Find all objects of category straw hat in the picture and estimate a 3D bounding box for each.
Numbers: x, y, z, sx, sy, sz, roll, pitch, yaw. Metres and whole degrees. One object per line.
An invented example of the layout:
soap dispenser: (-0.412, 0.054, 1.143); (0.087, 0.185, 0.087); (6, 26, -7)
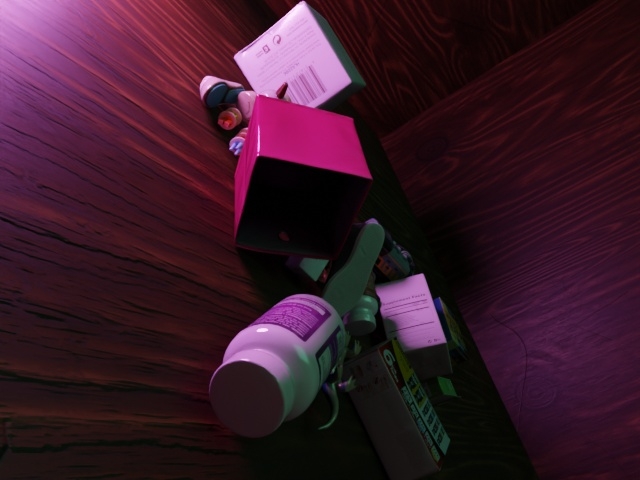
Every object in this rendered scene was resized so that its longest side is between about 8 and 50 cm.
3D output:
straw hat: (-0.006, 0.062, 1.398); (0.144, 0.061, 0.144); (21, 58, -37)

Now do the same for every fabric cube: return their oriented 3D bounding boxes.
fabric cube: (-0.058, -0.143, 1.148); (0.254, 0.259, 0.258); (8, 41, -18)

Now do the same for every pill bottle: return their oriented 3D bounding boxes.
pill bottle: (0.102, 0.159, 1.422); (0.121, 0.121, 0.216); (42, 32, -42)
pill bottle: (-0.068, 0.210, 0.860); (0.169, 0.169, 0.301); (60, 19, 1)

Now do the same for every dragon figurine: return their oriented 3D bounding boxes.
dragon figurine: (0.001, 0.275, 1.062); (0.085, 0.144, 0.289); (46, 42, -39)

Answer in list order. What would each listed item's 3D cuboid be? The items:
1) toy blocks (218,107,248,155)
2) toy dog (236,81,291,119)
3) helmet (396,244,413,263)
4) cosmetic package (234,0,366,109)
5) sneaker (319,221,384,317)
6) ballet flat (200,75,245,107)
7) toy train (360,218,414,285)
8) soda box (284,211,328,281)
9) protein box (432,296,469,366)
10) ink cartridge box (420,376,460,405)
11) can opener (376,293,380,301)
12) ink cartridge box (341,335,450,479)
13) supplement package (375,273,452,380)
toy blocks: (-0.240, -0.297, 1.353); (0.123, 0.054, 0.148); (54, 20, -19)
toy dog: (-0.098, -0.325, 1.448); (0.333, 0.161, 0.220); (51, 50, -12)
helmet: (0.288, 0.097, 1.941); (0.161, 0.169, 0.169); (17, 43, -40)
cosmetic package: (-0.062, -0.653, 1.908); (0.327, 0.329, 0.393); (57, 18, -6)
sneaker: (0.058, 0.079, 1.342); (0.104, 0.295, 0.147); (31, -7, -27)
ballet flat: (-0.295, -0.426, 1.392); (0.086, 0.086, 0.248); (58, 17, -4)
toy train: (0.190, 0.069, 1.688); (0.334, 0.190, 0.142); (44, 25, -38)
soda box: (0.000, 0.000, 1.304); (0.074, 0.069, 0.216); (45, 65, -30)
protein box: (0.394, 0.353, 1.767); (0.136, 0.200, 0.201); (47, 23, -32)
ink cartridge box: (0.388, 0.513, 1.654); (0.209, 0.109, 0.062); (31, 35, -54)
can opener: (0.114, 0.152, 1.582); (0.186, 0.073, 0.059); (37, 36, -29)
ink cartridge box: (0.203, 0.424, 1.288); (0.309, 0.130, 0.272); (63, 18, 11)
supplement package: (0.299, 0.286, 1.606); (0.293, 0.175, 0.177); (-97, 169, -50)
